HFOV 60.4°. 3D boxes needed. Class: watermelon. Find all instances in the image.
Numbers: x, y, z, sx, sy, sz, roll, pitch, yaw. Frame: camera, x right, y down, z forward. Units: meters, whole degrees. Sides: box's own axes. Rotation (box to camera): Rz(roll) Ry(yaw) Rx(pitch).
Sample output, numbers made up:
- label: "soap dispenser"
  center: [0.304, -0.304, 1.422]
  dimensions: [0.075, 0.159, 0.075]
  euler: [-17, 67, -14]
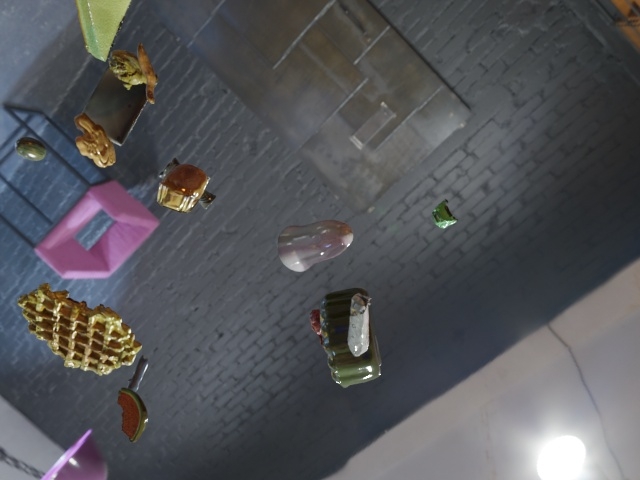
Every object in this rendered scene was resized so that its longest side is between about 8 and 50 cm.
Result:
- label: "watermelon"
  center: [-1.026, -0.324, 1.952]
  dimensions: [0.078, 0.078, 0.110]
  euler: [-45, 147, 11]

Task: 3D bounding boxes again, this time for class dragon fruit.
- label: "dragon fruit"
  center: [0.019, 0.369, 2.267]
  dimensions: [0.094, 0.191, 0.094]
  euler: [-22, 178, -1]

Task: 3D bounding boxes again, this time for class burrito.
- label: "burrito"
  center: [0.102, 0.225, 1.447]
  dimensions: [0.064, 0.064, 0.203]
  euler: [-53, 151, -48]

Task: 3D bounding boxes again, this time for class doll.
- label: "doll"
  center: [-0.589, 0.431, 1.772]
  dimensions: [0.027, 0.037, 0.125]
  euler: [-5, -123, 36]

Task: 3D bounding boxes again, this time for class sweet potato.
- label: "sweet potato"
  center: [-0.527, -0.511, 1.681]
  dimensions: [0.044, 0.179, 0.044]
  euler: [-7, -161, 3]

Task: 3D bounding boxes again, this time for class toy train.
- label: "toy train"
  center: [0.460, -0.093, 2.086]
  dimensions: [0.081, 0.099, 0.149]
  euler: [-27, 171, -9]

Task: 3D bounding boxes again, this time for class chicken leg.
- label: "chicken leg"
  center: [-0.618, -0.557, 1.840]
  dimensions: [0.088, 0.103, 0.227]
  euler: [-14, 166, 14]

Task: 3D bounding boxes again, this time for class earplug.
- label: "earplug"
  center: [0.000, 0.000, 1.889]
  dimensions: [0.301, 0.172, 0.172]
  euler: [-18, -154, 52]

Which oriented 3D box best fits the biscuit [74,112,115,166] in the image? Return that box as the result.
- label: "biscuit"
  center: [-0.738, -0.319, 1.816]
  dimensions: [0.040, 0.144, 0.236]
  euler: [-4, 169, 7]

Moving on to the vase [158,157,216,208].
- label: "vase"
  center: [-0.557, -0.234, 2.322]
  dimensions: [0.115, 0.237, 0.115]
  euler: [-42, -160, 19]

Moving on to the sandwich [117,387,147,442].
- label: "sandwich"
  center: [-0.457, 0.421, 1.341]
  dimensions: [0.067, 0.135, 0.029]
  euler: [-25, 159, 8]

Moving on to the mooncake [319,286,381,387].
- label: "mooncake"
  center: [0.105, 0.336, 1.937]
  dimensions: [0.187, 0.352, 0.351]
  euler: [-10, -166, 9]

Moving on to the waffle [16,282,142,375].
- label: "waffle"
  center: [-0.540, 0.201, 1.234]
  dimensions: [0.291, 0.291, 0.051]
  euler: [-41, -163, 35]

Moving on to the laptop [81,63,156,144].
- label: "laptop"
  center: [-0.723, -0.491, 1.950]
  dimensions: [0.269, 0.187, 0.015]
  euler: [-64, 177, -7]

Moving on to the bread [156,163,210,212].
- label: "bread"
  center: [-0.502, -0.199, 2.018]
  dimensions: [0.241, 0.136, 0.107]
  euler: [-77, -170, -63]

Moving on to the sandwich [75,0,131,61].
- label: "sandwich"
  center: [-0.616, -0.650, 1.499]
  dimensions: [0.212, 0.063, 0.245]
  euler: [35, 76, -80]
